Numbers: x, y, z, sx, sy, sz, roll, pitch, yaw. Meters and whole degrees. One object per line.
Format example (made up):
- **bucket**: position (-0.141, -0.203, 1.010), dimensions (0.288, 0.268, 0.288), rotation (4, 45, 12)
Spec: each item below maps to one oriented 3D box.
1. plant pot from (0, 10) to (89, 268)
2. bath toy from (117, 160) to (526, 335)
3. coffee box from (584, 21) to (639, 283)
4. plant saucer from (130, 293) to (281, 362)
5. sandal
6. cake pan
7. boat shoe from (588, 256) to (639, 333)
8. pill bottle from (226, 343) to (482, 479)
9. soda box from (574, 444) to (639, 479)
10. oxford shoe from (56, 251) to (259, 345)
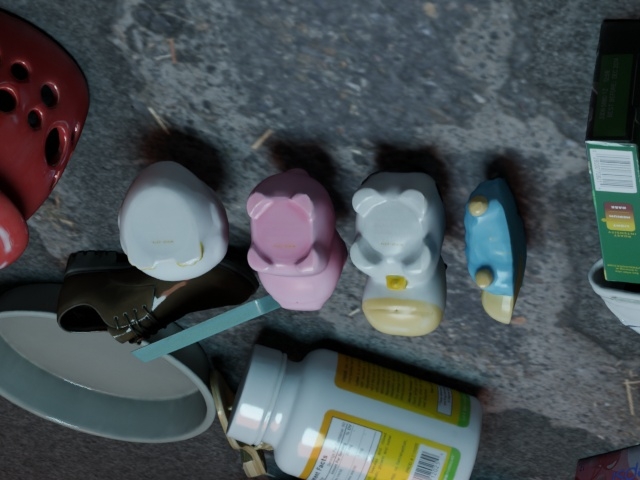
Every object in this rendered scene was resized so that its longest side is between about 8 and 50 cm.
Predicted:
- **plant pot**: position (-0.309, -0.079, 1.335), dimensions (0.191, 0.174, 0.191), rotation (13, 149, 8)
- **bath toy**: position (0.000, 0.000, 1.385), dimensions (0.348, 0.129, 0.151), rotation (5, 104, 13)
- **coffee box**: position (0.228, -0.061, 1.185), dimensions (0.040, 0.113, 0.184), rotation (3, 149, 18)
- **plant saucer**: position (-0.098, 0.079, 1.508), dimensions (0.192, 0.067, 0.018), rotation (-25, 88, 43)
- **sandal**: position (-0.065, 0.198, 1.792), dimensions (0.079, 0.088, 0.240), rotation (-15, 153, 0)
- **cake pan**: position (-0.252, 0.135, 1.771), dimensions (0.293, 0.054, 0.293), rotation (11, 149, 7)
- **boat shoe**: position (0.333, 0.025, 1.296), dimensions (0.084, 0.095, 0.258), rotation (32, 145, -33)
- **pill bottle**: position (0.033, 0.192, 1.657), dimensions (0.246, 0.136, 0.136), rotation (18, 149, -5)
- **soda box**: position (0.387, 0.260, 1.665), dimensions (0.092, 0.083, 0.263), rotation (32, 146, -26)
- **oxford shoe**: position (-0.163, 0.063, 1.576), dimensions (0.227, 0.096, 0.083), rotation (-7, 141, 30)
